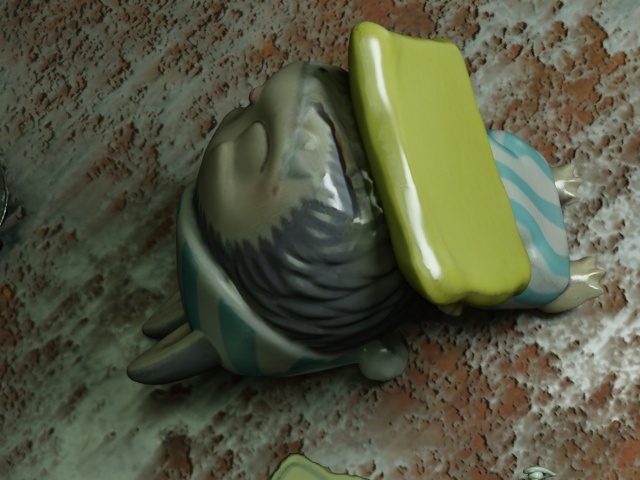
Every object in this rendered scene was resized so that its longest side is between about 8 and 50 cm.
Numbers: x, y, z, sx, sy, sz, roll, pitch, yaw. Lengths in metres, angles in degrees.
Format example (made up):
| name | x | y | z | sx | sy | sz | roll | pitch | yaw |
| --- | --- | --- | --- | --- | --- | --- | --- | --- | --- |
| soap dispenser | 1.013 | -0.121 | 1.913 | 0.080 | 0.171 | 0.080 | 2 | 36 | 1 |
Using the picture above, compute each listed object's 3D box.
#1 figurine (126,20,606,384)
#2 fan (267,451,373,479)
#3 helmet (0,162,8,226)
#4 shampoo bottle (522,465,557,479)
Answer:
| name | x | y | z | sx | sy | sz | roll | pitch | yaw |
| --- | --- | --- | --- | --- | --- | --- | --- | --- | --- |
| figurine | 0.000 | 0.000 | 1.375 | 0.378 | 0.361 | 0.266 | -20 | 64 | 31 |
| fan | -0.002 | 0.349 | 1.339 | 0.230 | 0.011 | 0.335 | -9 | 69 | -1 |
| helmet | -0.385 | -0.019 | 1.436 | 0.177 | 0.107 | 0.153 | -17 | 67 | -24 |
| shampoo bottle | 0.183 | 0.272 | 1.341 | 0.077 | 0.045 | 0.152 | 2 | 73 | 5 |
